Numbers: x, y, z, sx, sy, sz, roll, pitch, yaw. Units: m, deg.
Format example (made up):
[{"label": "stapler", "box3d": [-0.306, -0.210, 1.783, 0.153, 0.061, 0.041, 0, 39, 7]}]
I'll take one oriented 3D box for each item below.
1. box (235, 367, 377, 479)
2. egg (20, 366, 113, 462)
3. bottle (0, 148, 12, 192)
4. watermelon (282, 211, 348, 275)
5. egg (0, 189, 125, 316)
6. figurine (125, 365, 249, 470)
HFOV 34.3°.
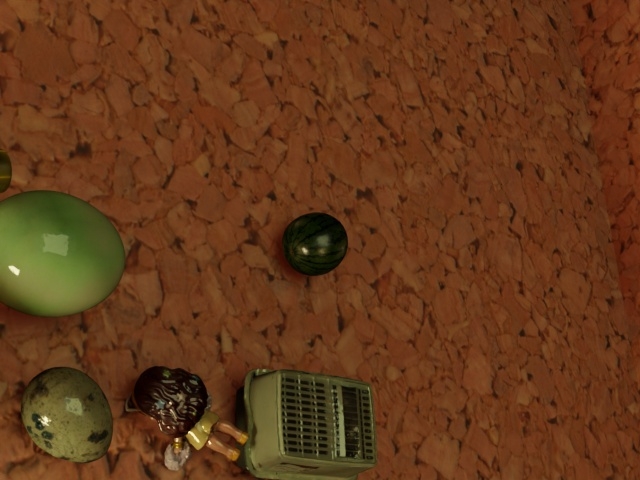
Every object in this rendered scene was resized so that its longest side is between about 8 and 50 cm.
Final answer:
[{"label": "box", "box3d": [-0.030, 0.374, 2.086, 0.290, 0.166, 0.221, 15, 63, -36]}, {"label": "egg", "box3d": [-0.432, 0.302, 1.781, 0.182, 0.141, 0.141, 53, 47, -11]}, {"label": "bottle", "box3d": [-0.682, -0.120, 1.784, 0.286, 0.082, 0.082, -4, 75, -42]}, {"label": "watermelon", "box3d": [0.000, 0.000, 2.295, 0.187, 0.140, 0.141, -29, 92, -46]}, {"label": "egg", "box3d": [-0.470, 0.025, 1.811, 0.269, 0.220, 0.220, 14, 63, -36]}, {"label": "figurine", "box3d": [-0.250, 0.329, 1.947, 0.240, 0.116, 0.175, 42, 50, -21]}]
